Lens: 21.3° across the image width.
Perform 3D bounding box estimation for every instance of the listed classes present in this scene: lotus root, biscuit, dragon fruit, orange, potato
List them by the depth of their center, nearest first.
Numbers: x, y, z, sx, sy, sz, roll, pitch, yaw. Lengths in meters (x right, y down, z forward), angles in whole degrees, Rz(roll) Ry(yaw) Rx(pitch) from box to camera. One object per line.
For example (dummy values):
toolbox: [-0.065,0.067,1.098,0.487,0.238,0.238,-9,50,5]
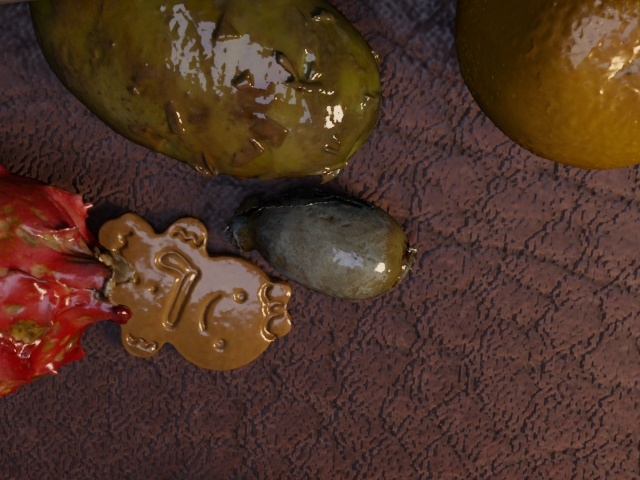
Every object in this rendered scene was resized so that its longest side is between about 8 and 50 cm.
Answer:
orange: [0.210,-0.161,1.283,0.236,0.236,0.236,1,105,4]
potato: [-0.093,-0.147,1.354,0.298,0.141,0.176,18,102,-1]
dragon fruit: [-0.272,0.031,1.383,0.268,0.210,0.205,-3,142,23]
lotus root: [0.000,-0.001,1.421,0.165,0.088,0.088,17,106,10]
biscuit: [-0.121,0.050,1.469,0.184,0.027,0.133,36,103,-6]

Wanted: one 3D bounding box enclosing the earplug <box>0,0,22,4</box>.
earplug: [-0.291,-0.320,1.233,0.394,0.312,0.313,-6,105,6]
